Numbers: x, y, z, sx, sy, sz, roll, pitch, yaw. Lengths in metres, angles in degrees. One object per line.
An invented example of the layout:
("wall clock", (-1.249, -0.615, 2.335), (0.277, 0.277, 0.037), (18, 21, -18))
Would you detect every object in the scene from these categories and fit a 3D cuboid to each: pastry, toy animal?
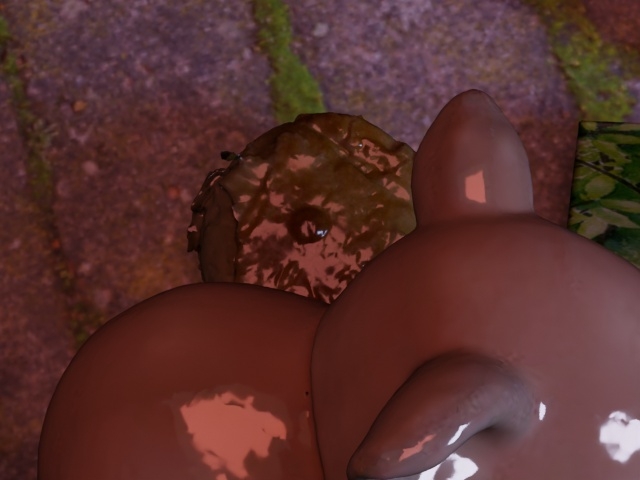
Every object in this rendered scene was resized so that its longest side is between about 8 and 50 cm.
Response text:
("pastry", (0.002, 0.002, 0.847), (0.153, 0.081, 0.153), (3, 66, -7))
("toy animal", (0.024, 0.096, 0.709), (0.326, 0.269, 0.237), (10, 42, 8))

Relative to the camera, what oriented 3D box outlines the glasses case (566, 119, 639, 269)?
("glasses case", (0.176, 0.069, 0.823), (0.095, 0.062, 0.272), (4, 68, 18))
